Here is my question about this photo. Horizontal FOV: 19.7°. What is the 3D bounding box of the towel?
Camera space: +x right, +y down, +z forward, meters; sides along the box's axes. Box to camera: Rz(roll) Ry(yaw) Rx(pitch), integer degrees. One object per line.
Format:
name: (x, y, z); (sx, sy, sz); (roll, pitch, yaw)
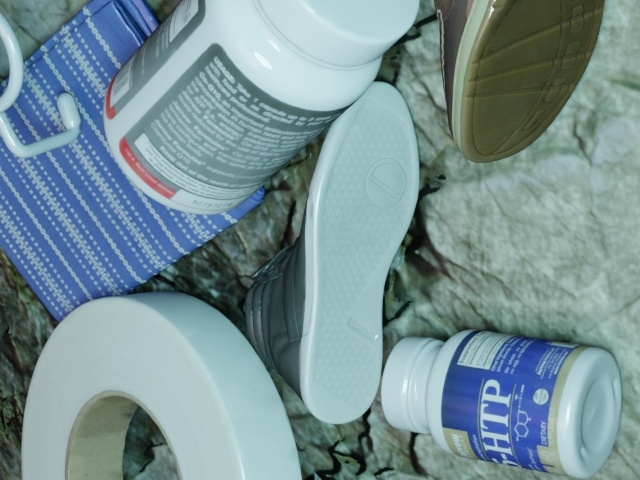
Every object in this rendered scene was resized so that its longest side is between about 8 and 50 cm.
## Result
towel: (-0.218, -0.073, 1.778); (0.336, 0.040, 0.243); (-32, 95, 42)

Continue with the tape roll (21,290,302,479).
tape roll: (-0.162, 0.242, 1.773); (0.392, 0.072, 0.392); (8, 100, 49)

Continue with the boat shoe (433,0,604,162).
boat shoe: (0.140, -0.226, 1.425); (0.123, 0.123, 0.342); (48, 146, 45)

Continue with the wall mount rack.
wall mount rack: (-0.377, -0.195, 1.735); (0.350, 0.130, 0.304); (-20, 96, 42)

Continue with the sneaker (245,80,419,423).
sneaker: (0.000, 0.000, 1.618); (0.147, 0.104, 0.296); (22, 105, 59)

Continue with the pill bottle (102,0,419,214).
pill bottle: (-0.050, -0.150, 1.519); (0.161, 0.161, 0.283); (52, 137, 1)

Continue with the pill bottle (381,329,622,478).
pill bottle: (0.153, 0.135, 1.578); (0.186, 0.112, 0.112); (7, 116, 31)
